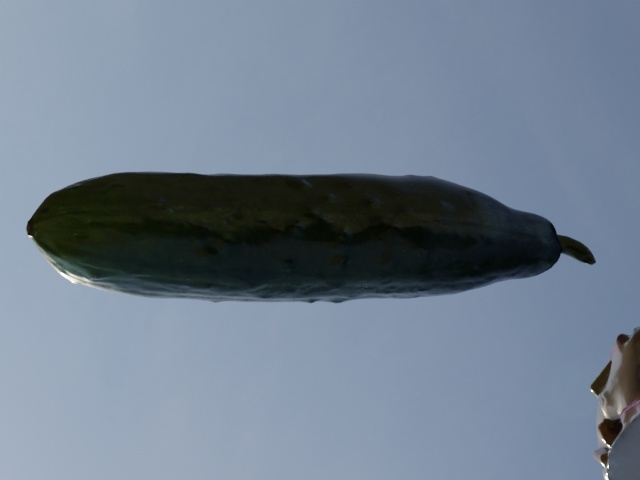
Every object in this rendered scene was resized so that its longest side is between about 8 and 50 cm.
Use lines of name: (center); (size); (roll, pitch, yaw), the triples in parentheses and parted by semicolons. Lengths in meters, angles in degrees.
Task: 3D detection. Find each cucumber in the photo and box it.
cucumber: (0.000, 0.000, 0.338); (0.037, 0.155, 0.037); (-179, -90, -72)

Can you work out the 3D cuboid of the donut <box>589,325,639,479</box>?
donut: (0.353, 0.122, 0.758); (0.382, 0.382, 0.142); (-21, -148, 44)
